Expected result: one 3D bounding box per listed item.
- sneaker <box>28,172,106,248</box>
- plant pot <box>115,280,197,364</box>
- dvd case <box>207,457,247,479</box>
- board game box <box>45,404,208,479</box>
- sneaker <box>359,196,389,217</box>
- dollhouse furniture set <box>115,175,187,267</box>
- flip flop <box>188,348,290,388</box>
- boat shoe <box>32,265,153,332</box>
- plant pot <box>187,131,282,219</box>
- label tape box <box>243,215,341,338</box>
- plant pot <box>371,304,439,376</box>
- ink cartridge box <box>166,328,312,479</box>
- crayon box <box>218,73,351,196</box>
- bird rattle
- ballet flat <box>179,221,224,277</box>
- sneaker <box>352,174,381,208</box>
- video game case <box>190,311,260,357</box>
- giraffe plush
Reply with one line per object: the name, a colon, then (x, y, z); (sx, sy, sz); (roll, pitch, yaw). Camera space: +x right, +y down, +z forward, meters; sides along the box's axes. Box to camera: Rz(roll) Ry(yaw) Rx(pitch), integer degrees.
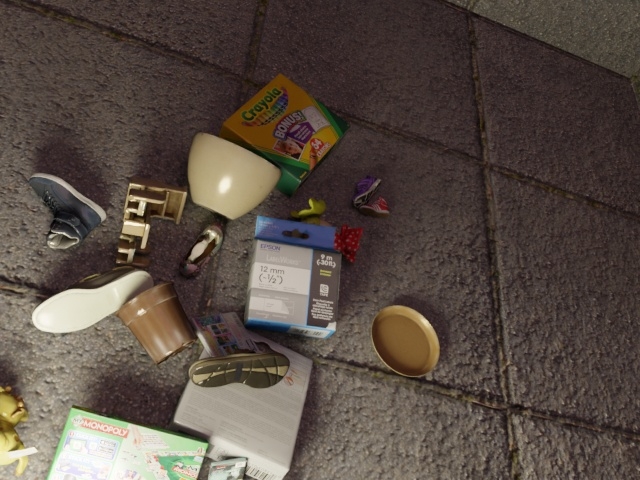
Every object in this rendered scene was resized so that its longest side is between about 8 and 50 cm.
sneaker: (-0.716, -0.077, 1.823); (0.226, 0.086, 0.163); (32, 48, -5)
plant pot: (-0.410, 0.217, 1.740); (0.167, 0.167, 0.165); (-27, 81, -37)
dvd case: (-0.227, 0.571, 1.618); (0.087, 0.119, 0.013); (-1, 30, -26)
board game box: (-0.437, 0.516, 1.527); (0.317, 0.046, 0.213); (20, 81, -14)
sneaker: (0.182, -0.120, 2.328); (0.118, 0.042, 0.067); (11, 58, -29)
dollhouse furniture set: (-0.457, -0.067, 1.871); (0.161, 0.212, 0.242); (11, 28, -18)
flip flop: (-0.205, 0.319, 1.734); (0.277, 0.112, 0.080); (2, 30, -28)
boat shoe: (-0.585, 0.146, 1.737); (0.305, 0.091, 0.109); (-21, 114, -29)
plant pot: (-0.280, -0.173, 2.020); (0.284, 0.284, 0.191); (24, 86, -10)
label tape box: (-0.075, 0.089, 1.950); (0.249, 0.115, 0.347); (9, 70, -11)
plant pot: (0.255, 0.311, 2.083); (0.236, 0.032, 0.236); (13, 54, -19)
ink cartridge box: (-0.198, 0.409, 1.781); (0.308, 0.091, 0.385); (26, 34, -8)
crayon box: (-0.118, -0.364, 2.301); (0.313, 0.106, 0.363); (37, 50, 1)
bird rattle: (0.000, 0.000, 2.138); (0.253, 0.143, 0.207); (44, 61, -10)
ballet flat: (-0.333, 0.013, 1.958); (0.077, 0.079, 0.221); (32, 50, -2)
sneaker: (0.146, -0.170, 2.344); (0.071, 0.068, 0.170); (28, 40, 13)
video game case: (-0.256, 0.262, 1.829); (0.143, 0.019, 0.157); (-5, 46, -42)
giraffe plush: (-0.714, 0.400, 1.471); (0.210, 0.181, 0.170); (0, 37, -14)
